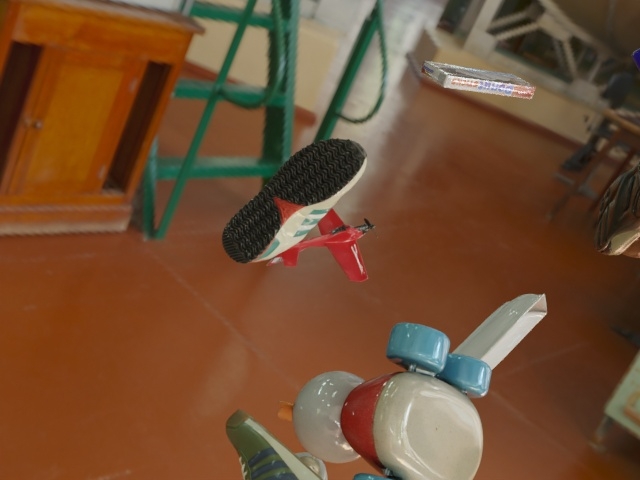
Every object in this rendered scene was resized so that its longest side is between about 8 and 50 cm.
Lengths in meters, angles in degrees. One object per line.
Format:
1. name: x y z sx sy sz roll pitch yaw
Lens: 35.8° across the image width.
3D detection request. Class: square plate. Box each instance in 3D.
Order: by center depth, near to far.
1. square plate: 0.267 0.221 1.774 0.049 0.347 0.344 46 3 16

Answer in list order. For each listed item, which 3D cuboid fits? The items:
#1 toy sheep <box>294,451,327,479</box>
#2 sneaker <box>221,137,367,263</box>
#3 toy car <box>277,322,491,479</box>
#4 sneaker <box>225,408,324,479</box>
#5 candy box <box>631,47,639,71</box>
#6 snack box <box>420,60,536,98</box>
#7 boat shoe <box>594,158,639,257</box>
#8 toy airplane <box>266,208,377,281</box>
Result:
1. toy sheep: -0.033 0.378 1.556 0.091 0.132 0.091 6 52 -8
2. sneaker: -0.021 -0.037 0.950 0.057 0.161 0.075 50 6 11
3. toy car: 0.058 0.227 1.222 0.237 0.219 0.210 1 -23 40
4. sneaker: -0.055 0.250 0.999 0.192 0.086 0.064 33 -21 41
5. candy box: 0.428 -0.108 0.735 0.122 0.317 0.268 -25 86 -31
6. snack box: 0.239 -0.242 1.496 0.178 0.022 0.064 1 27 -33
7. boat shoe: 0.435 -0.053 1.186 0.119 0.123 0.324 17 -14 1
8. toy airplane: 0.000 0.000 1.279 0.151 0.028 0.151 -2 47 2
